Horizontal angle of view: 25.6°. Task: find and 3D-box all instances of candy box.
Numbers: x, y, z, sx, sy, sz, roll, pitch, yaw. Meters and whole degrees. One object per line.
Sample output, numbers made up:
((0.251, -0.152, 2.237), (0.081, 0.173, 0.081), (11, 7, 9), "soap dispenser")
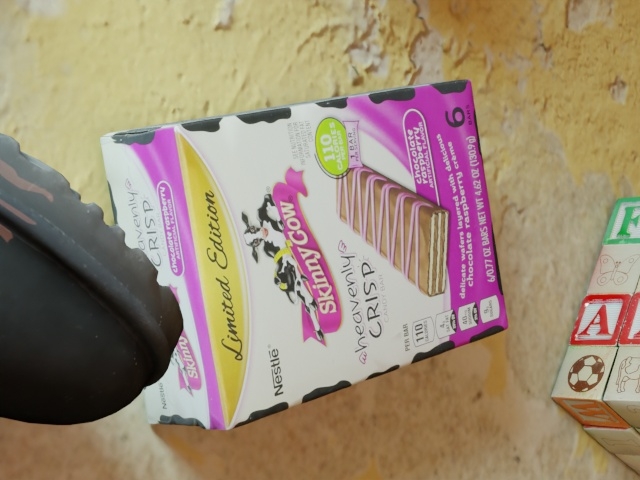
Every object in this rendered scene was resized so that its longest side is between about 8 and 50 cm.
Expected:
((0.000, 0.000, 0.794), (0.233, 0.071, 0.159), (-15, 98, -43), "candy box")

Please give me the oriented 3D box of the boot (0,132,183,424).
((-0.275, 0.126, 0.471), (0.367, 0.146, 0.445), (37, 60, -29), "boot")

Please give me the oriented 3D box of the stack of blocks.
((0.313, 0.115, 1.071), (0.297, 0.087, 0.171), (39, 62, -35), "stack of blocks")
